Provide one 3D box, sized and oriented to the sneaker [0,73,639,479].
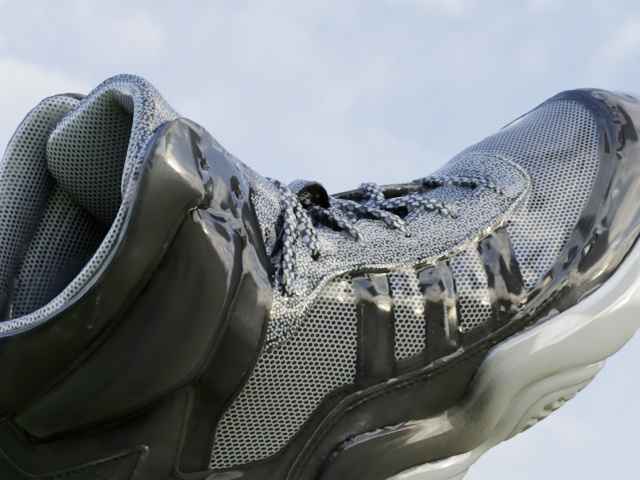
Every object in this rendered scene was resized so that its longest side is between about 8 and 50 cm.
[{"bbox_3d":[0.000,0.000,0.507,0.101,0.268,0.153,15,-41,54],"label":"sneaker"}]
